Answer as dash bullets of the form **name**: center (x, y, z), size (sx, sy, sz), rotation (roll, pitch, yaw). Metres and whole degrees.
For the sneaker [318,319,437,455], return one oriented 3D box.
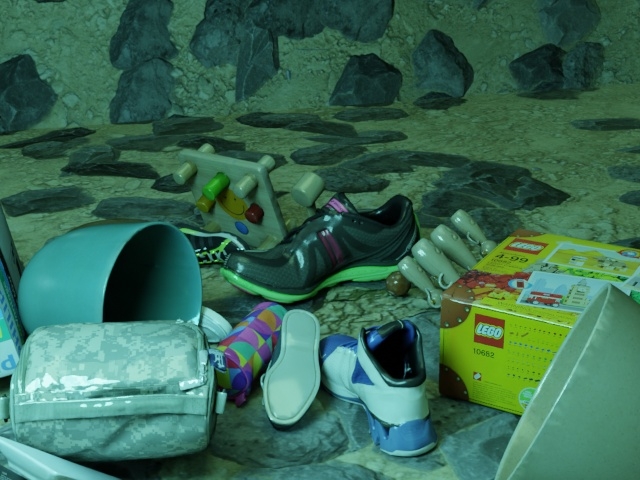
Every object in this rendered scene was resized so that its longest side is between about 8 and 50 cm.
- **sneaker**: center (0.099, 0.197, 1.658), size (0.127, 0.182, 0.315), rotation (-8, 22, -22)

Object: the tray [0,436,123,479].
- **tray**: center (-0.308, 0.329, 1.351), size (0.145, 0.030, 0.270), rotation (17, -14, 37)

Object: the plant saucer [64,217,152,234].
- **plant saucer**: center (-0.489, 0.004, 2.379), size (0.278, 0.041, 0.278), rotation (-2, 21, 1)

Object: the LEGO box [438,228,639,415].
- **LEGO box**: center (0.502, 0.162, 1.716), size (0.500, 0.193, 0.372), rotation (11, 25, 29)

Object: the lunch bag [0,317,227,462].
- **lunch bag**: center (-0.293, 0.225, 1.474), size (0.305, 0.212, 0.256), rotation (-1, 1, -8)

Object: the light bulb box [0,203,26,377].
- **light bulb box**: center (-0.723, 0.110, 1.787), size (0.358, 0.225, 0.361), rotation (-16, 23, -9)

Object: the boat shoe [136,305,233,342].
- **boat shoe**: center (-0.276, 0.166, 1.920), size (0.227, 0.079, 0.081), rotation (12, 48, 25)

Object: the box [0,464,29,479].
- **box**: center (-0.505, 0.300, 1.286), size (0.242, 0.307, 0.076), rotation (8, 64, 23)

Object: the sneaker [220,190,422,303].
- **sneaker**: center (0.000, 0.000, 2.142), size (0.483, 0.202, 0.185), rotation (-14, 24, -30)

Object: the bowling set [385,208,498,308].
- **bowling set**: center (0.248, 0.073, 2.080), size (0.154, 0.200, 0.287), rotation (47, 35, 7)

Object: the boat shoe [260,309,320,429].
- **boat shoe**: center (-0.052, 0.228, 1.713), size (0.095, 0.079, 0.254), rotation (9, 40, -6)

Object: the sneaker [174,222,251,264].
- **sneaker**: center (-0.263, 0.033, 2.279), size (0.234, 0.084, 0.097), rotation (11, 48, 30)

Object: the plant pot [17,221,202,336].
- **plant pot**: center (-0.386, 0.104, 1.786), size (0.235, 0.293, 0.293), rotation (5, 22, 27)

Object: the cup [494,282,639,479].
- **cup**: center (0.416, 0.257, 1.375), size (0.237, 0.331, 0.331), rotation (29, 28, 10)

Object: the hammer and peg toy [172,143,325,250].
- **hammer and peg toy**: center (-0.152, -0.072, 2.299), size (0.361, 0.266, 0.127), rotation (15, 48, 33)

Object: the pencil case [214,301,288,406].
- **pencil case**: center (-0.126, 0.197, 1.792), size (0.104, 0.104, 0.236), rotation (7, 25, 19)
